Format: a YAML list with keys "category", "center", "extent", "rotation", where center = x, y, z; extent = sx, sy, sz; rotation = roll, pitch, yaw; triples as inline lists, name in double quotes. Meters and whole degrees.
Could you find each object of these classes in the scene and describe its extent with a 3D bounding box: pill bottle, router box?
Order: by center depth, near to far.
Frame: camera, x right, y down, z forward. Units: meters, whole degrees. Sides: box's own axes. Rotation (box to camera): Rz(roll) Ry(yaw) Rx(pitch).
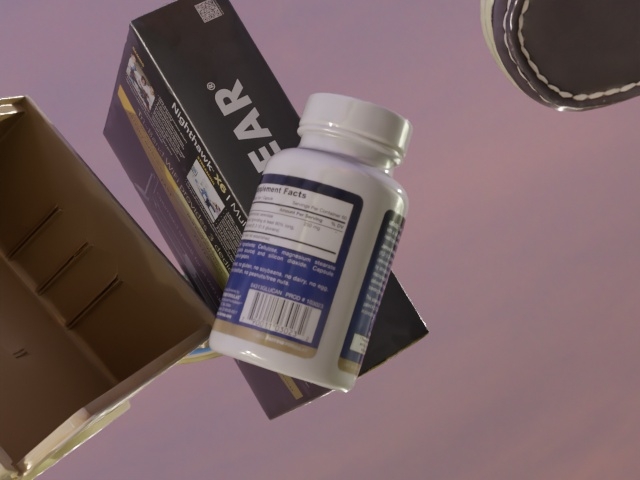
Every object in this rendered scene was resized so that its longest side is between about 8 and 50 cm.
- category: "pill bottle"
  center: [0.000, 0.000, 0.690]
  extent: [0.094, 0.094, 0.169]
  rotation: [28, -102, -57]
- category: "router box"
  center: [-0.060, -0.016, 0.914]
  extent: [0.081, 0.309, 0.243]
  rotation: [-29, -5, -21]

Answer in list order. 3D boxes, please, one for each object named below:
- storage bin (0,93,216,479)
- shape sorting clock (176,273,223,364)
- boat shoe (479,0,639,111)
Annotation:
- category: "storage bin"
  center: [-0.242, 0.033, 0.848]
  extent: [0.123, 0.262, 0.260]
  rotation: [-41, -3, 19]
- category: "shape sorting clock"
  center: [-0.132, 0.074, 1.162]
  extent: [0.206, 0.206, 0.040]
  rotation: [-21, -66, -21]
- category: "boat shoe"
  center: [0.178, -0.134, 0.365]
  extent: [0.285, 0.103, 0.092]
  rotation: [-31, 16, 17]
